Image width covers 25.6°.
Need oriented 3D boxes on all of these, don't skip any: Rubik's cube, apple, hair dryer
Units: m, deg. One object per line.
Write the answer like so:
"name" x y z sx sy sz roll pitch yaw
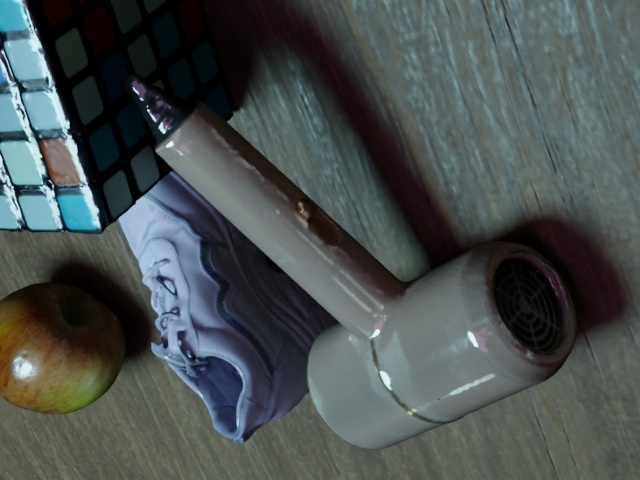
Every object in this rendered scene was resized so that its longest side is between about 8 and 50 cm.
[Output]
"Rubik's cube" -0.200 -0.127 1.012 0.184 0.182 0.187 1 121 29
"apple" -0.237 0.098 1.244 0.126 0.126 0.102 36 114 11
"hair dryer" 0.000 0.000 0.971 0.344 0.106 0.189 41 137 -17

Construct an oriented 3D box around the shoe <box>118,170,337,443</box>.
"shoe" -0.095 0.044 1.096 0.245 0.137 0.095 47 131 -1
